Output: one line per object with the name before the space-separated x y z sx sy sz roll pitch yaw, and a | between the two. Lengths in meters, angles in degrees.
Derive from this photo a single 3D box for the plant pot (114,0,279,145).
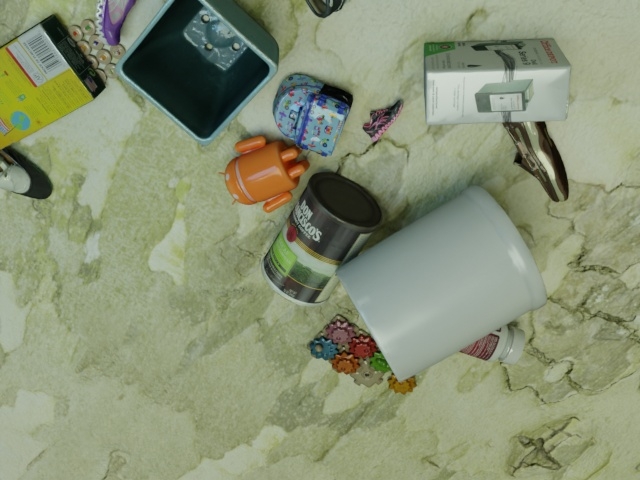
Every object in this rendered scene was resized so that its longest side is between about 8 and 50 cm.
plant pot | -0.239 -0.407 1.608 0.247 0.252 0.248 40 118 -18

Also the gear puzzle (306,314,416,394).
gear puzzle | 0.130 0.359 2.170 0.338 0.044 0.175 34 120 -14

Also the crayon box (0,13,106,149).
crayon box | -0.697 -0.369 1.786 0.318 0.081 0.202 -21 118 22

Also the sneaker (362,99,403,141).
sneaker | 0.144 -0.288 1.764 0.057 0.047 0.119 41 117 -5

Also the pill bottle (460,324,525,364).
pill bottle | 0.425 0.253 2.022 0.221 0.121 0.121 19 123 -5

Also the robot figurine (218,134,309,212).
robot figurine | -0.137 -0.160 1.825 0.219 0.128 0.158 -19 142 18

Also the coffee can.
coffee can | 0.000 0.000 1.867 0.201 0.202 0.275 26 122 -10

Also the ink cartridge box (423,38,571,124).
ink cartridge box | 0.366 -0.341 1.602 0.288 0.211 0.122 -1 121 6

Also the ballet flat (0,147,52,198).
ballet flat | -0.812 -0.189 1.910 0.095 0.096 0.280 -36 112 25

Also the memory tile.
memory tile | -0.514 -0.445 1.760 0.113 0.012 0.148 -16 119 16

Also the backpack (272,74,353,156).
backpack | -0.029 -0.292 1.738 0.173 0.117 0.158 23 121 -4

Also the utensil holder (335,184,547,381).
utensil holder | 0.273 0.106 1.756 0.385 0.328 0.328 -31 116 -1

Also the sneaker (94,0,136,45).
sneaker | -0.431 -0.537 1.645 0.104 0.095 0.237 8 118 -9

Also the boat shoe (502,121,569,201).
boat shoe | 0.497 -0.197 1.756 0.095 0.095 0.258 -16 114 32

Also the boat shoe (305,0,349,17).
boat shoe | -0.031 -0.603 1.533 0.114 0.091 0.303 -2 127 50
